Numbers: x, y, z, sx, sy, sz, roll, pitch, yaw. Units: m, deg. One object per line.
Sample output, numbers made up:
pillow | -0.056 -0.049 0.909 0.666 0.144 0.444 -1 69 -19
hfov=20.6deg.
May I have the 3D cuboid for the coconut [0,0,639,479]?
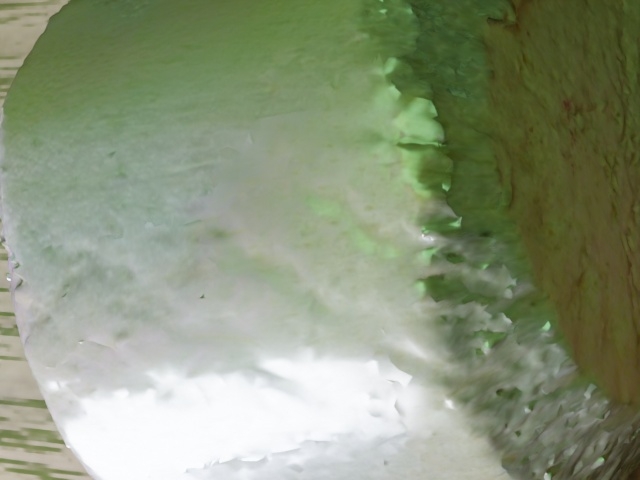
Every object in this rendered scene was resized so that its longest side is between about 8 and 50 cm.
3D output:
coconut | 0.000 0.000 0.634 0.244 0.239 0.239 -16 67 33
